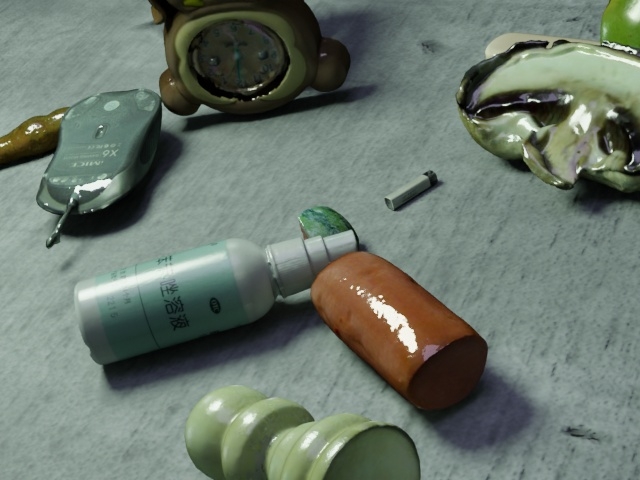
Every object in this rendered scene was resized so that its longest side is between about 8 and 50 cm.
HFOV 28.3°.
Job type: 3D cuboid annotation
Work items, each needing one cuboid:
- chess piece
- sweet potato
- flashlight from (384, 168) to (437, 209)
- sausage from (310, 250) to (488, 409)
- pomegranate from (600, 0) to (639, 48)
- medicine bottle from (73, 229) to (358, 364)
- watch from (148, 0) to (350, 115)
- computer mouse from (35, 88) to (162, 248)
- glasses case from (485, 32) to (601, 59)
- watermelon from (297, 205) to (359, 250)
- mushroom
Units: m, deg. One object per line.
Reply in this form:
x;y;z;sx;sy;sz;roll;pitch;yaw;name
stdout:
-0.037;0.221;1.302;0.251;0.144;0.144;14;43;46;chess piece
-0.474;-0.171;2.094;0.274;0.067;0.067;-22;34;-7;sweet potato
0.125;-0.070;1.751;0.083;0.018;0.018;-32;36;-24;flashlight
0.081;0.093;1.452;0.113;0.113;0.259;-26;34;-16;sausage
0.504;-0.274;1.796;0.241;0.159;0.190;5;29;-28;pomegranate
-0.123;0.057;1.576;0.352;0.110;0.110;-16;34;0;medicine bottle
-0.125;-0.402;2.052;0.314;0.335;0.327;-9;44;9;watch
-0.337;-0.102;1.920;0.167;0.090;0.379;-2;41;19;computer mouse
0.345;-0.276;1.937;0.196;0.050;0.083;14;46;37;glasses case
0.002;0.001;1.653;0.072;0.092;0.084;-54;20;15;watermelon
0.350;-0.151;1.699;0.344;0.130;0.247;12;58;36;mushroom
